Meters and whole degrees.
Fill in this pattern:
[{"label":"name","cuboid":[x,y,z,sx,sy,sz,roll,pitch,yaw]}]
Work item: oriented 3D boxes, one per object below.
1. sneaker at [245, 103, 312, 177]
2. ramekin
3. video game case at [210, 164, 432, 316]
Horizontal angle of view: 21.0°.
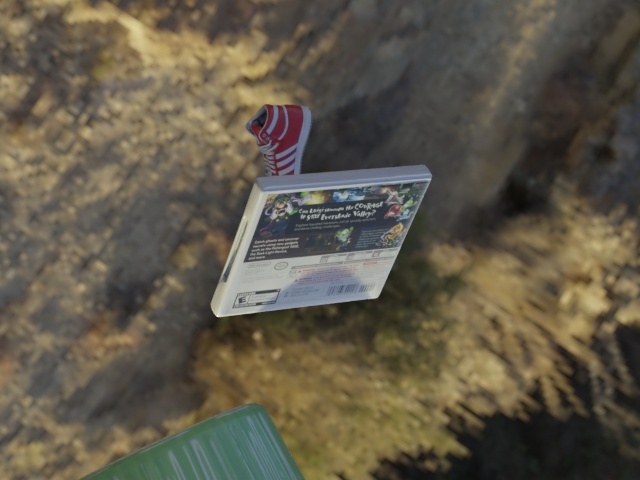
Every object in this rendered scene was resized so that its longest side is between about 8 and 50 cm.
[{"label":"sneaker","cuboid":[-0.053,-0.093,1.880,0.067,0.042,0.118,7,101,-30]},{"label":"ramekin","cuboid":[-0.162,0.307,2.004,0.303,0.148,0.303,-24,173,-3]},{"label":"video game case","cuboid":[0.000,0.000,1.689,0.190,0.022,0.173,-5,137,-29]}]
